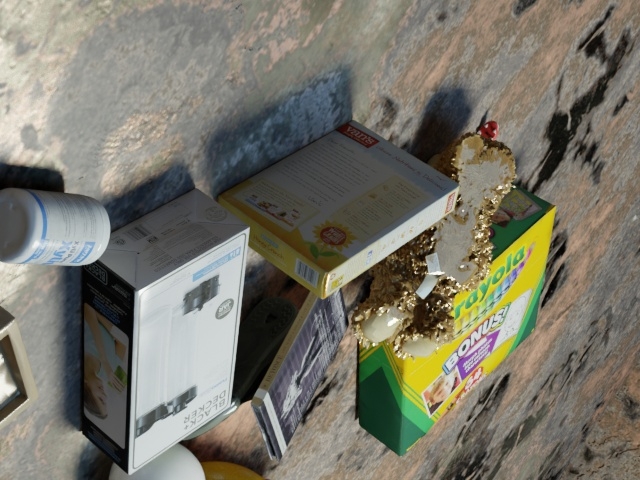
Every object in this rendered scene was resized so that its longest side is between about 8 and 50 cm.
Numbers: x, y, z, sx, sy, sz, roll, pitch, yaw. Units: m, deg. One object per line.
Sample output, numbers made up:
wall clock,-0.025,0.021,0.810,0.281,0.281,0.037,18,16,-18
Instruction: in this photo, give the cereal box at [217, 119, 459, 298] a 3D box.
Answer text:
cereal box,0.022,-0.043,1.505,0.240,0.173,0.047,-31,144,-38

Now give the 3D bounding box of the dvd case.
dvd case,-0.023,0.155,1.660,0.164,0.018,0.221,78,35,-56

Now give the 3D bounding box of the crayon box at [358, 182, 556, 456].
crayon box,0.216,0.125,2.073,0.363,0.106,0.313,-39,148,-29

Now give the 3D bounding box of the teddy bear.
teddy bear,0.151,0.007,1.799,0.245,0.113,0.338,3,103,-30

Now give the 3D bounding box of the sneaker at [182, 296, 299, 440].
sneaker,-0.102,0.188,1.653,0.227,0.087,0.130,-47,146,-27

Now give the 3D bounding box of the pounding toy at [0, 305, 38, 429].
pounding toy,-0.370,0.164,1.182,0.206,0.094,0.181,-41,150,-30

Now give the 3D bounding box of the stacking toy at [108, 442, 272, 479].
stacking toy,-0.133,0.401,1.704,0.350,0.351,0.480,-46,133,-17

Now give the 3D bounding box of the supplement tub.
supplement tub,-0.255,-0.012,1.204,0.107,0.071,0.071,4,117,-58

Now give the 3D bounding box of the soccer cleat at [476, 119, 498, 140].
soccer cleat,0.243,-0.143,1.909,0.035,0.029,0.083,-33,149,-53

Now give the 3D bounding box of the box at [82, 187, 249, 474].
box,-0.175,0.104,1.442,0.169,0.087,0.290,-31,144,-39
